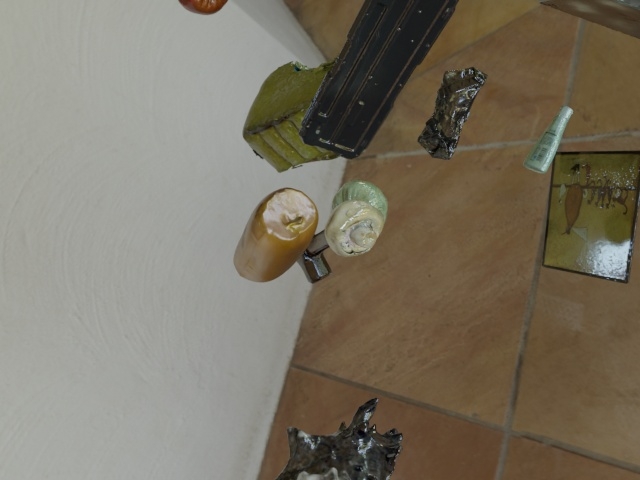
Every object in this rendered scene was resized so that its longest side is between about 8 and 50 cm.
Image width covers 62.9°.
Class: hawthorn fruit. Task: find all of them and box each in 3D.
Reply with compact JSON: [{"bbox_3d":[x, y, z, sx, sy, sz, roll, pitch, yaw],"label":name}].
[{"bbox_3d":[-0.237,-0.525,1.049,0.125,0.125,0.140,-28,45,31],"label":"hawthorn fruit"}]

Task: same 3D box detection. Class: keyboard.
[{"bbox_3d":[0.064,-0.213,0.656,0.262,0.106,0.016,-57,30,38],"label":"keyboard"}]

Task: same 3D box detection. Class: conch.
[{"bbox_3d":[0.019,0.392,0.788,0.313,0.186,0.240,-45,17,-26],"label":"conch"}]

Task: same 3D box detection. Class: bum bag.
[{"bbox_3d":[0.336,-0.332,1.362,0.102,0.069,0.248,32,113,26],"label":"bum bag"}]

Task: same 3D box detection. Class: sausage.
[{"bbox_3d":[-0.088,0.012,0.889,0.328,0.112,0.112,132,149,-65],"label":"sausage"}]

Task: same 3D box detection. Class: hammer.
[{"bbox_3d":[0.000,0.000,1.700,0.243,0.095,0.409,64,158,2],"label":"hammer"}]

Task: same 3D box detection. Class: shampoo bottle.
[{"bbox_3d":[0.640,-0.283,1.458,0.069,0.041,0.191,31,95,41],"label":"shampoo bottle"}]

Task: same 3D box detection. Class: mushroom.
[{"bbox_3d":[0.087,-0.025,1.302,0.154,0.154,0.122,-53,42,10],"label":"mushroom"}]

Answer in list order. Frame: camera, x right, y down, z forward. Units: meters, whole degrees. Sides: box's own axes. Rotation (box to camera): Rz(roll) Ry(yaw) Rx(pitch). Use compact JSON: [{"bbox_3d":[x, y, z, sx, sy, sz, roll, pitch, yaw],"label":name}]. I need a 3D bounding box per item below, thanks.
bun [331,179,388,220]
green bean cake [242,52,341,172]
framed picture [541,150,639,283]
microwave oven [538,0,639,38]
[{"bbox_3d":[0.124,-0.103,1.748,0.195,0.195,0.118,-17,28,38],"label":"bun"},{"bbox_3d":[-0.002,-0.312,1.244,0.309,0.202,0.285,-10,48,39],"label":"green bean cake"},{"bbox_3d":[0.729,-0.072,1.420,0.255,0.014,0.339,15,105,58],"label":"framed picture"},{"bbox_3d":[0.709,-0.548,0.972,0.236,0.431,0.375,-92,19,-69],"label":"microwave oven"}]
